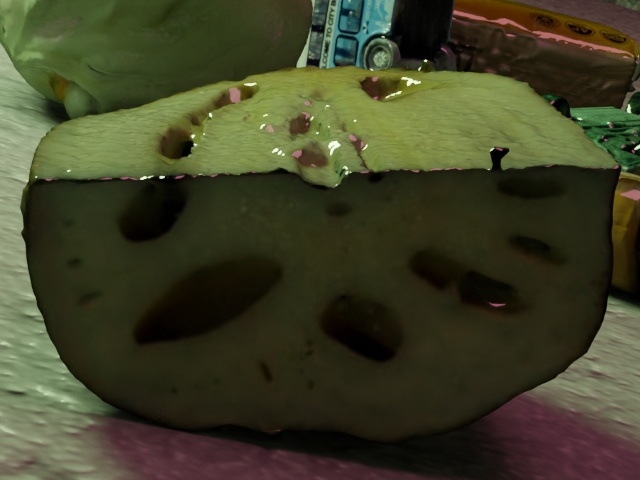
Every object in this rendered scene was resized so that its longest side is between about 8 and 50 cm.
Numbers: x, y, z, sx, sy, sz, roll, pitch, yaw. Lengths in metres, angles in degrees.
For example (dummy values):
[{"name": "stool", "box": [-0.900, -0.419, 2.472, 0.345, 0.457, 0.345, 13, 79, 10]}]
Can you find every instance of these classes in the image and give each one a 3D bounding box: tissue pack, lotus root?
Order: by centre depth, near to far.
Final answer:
[{"name": "lotus root", "box": [-0.014, -0.003, 0.907, 0.267, 0.149, 0.260, -1, 15, -7]}, {"name": "tissue pack", "box": [0.173, -0.183, 1.833, 0.271, 0.134, 0.192, 13, 13, -7]}]

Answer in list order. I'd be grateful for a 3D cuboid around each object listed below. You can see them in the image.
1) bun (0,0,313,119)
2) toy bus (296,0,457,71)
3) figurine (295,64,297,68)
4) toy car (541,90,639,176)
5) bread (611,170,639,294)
[{"name": "bun", "box": [-0.153, -0.170, 1.410, 0.283, 0.179, 0.283, 19, -7, 2]}, {"name": "toy bus", "box": [0.062, -0.248, 1.655, 0.131, 0.297, 0.106, 17, 12, 41]}, {"name": "figurine", "box": [-0.053, -0.189, 1.750, 0.114, 0.108, 0.196, 34, 5, 31]}, {"name": "toy car", "box": [0.269, -0.069, 1.543, 0.141, 0.097, 0.321, 22, 16, 31]}, {"name": "bread", "box": [0.222, -0.006, 1.281, 0.225, 0.081, 0.134, 19, 9, 28]}]
